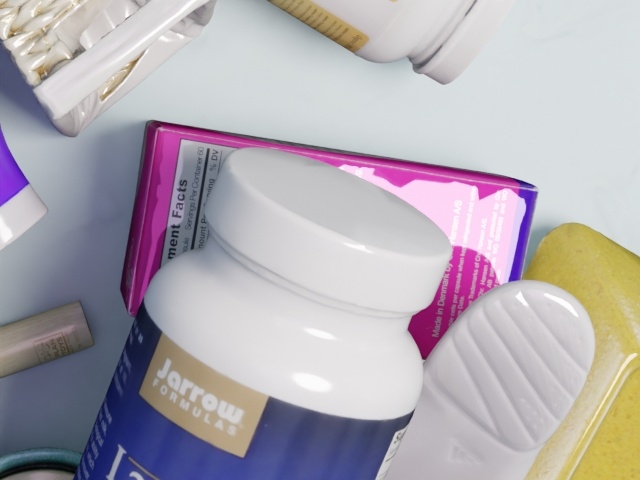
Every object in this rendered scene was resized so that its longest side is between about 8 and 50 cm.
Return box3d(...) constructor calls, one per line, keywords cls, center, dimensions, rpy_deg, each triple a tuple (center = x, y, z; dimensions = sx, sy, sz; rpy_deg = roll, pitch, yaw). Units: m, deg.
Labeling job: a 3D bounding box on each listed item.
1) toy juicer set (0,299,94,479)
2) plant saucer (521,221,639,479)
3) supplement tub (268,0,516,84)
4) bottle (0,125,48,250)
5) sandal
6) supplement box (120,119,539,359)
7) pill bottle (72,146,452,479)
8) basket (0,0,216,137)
box3d(cls="toy juicer set", center=(-0.133, 0.161, 1.125), dimensions=(0.209, 0.089, 0.329), rpy_deg=(-39, 98, -4))
box3d(cls="plant saucer", center=(0.211, 0.208, 1.168), dimensions=(0.333, 0.081, 0.333), rpy_deg=(29, 89, -15))
box3d(cls="supplement tub", center=(0.018, -0.191, 1.094), dimensions=(0.199, 0.144, 0.144), rpy_deg=(31, 89, -10))
box3d(cls="bottle", center=(-0.261, -0.110, 1.071), dimensions=(0.092, 0.118, 0.283), rpy_deg=(-31, 99, 31))
box3d(cls="sandal", center=(0.075, 0.108, 1.078), dimensions=(0.102, 0.076, 0.265), rpy_deg=(31, 125, -6))
box3d(cls="supplement box", center=(0.000, 0.000, 1.121), dimensions=(0.220, 0.111, 0.114), rpy_deg=(10, 94, -8))
box3d(cls="pill bottle", center=(-0.037, 0.096, 1.001), dimensions=(0.153, 0.153, 0.265), rpy_deg=(19, 106, -9))
box3d(cls="basket", center=(-0.132, -0.134, 1.069), dimensions=(0.113, 0.167, 0.103), rpy_deg=(-39, 92, -4))
